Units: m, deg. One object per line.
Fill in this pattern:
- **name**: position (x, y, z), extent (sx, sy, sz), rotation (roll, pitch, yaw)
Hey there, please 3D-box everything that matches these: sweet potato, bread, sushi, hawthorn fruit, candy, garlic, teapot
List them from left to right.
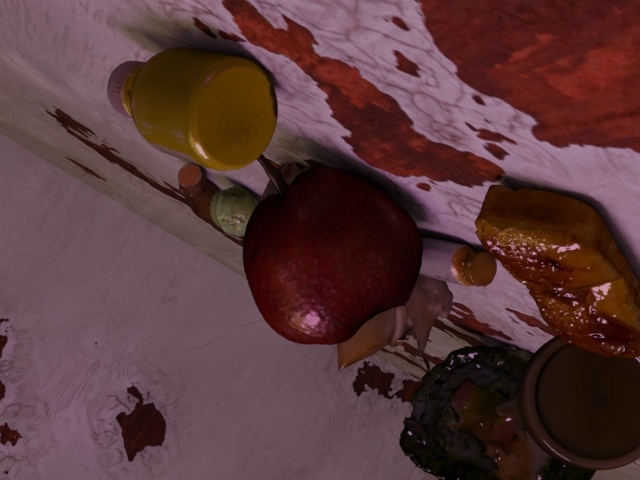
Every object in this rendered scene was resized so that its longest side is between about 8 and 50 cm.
- **sweet potato**: position (-0.228, -0.084, 1.739), extent (0.067, 0.059, 0.281), rotation (36, 172, 17)
- **candy**: position (-0.055, -0.031, 1.525), extent (0.336, 0.093, 0.092), rotation (13, -154, 33)
- **hawthorn fruit**: position (0.000, 0.000, 1.099), extent (0.266, 0.230, 0.210), rotation (59, -173, -24)
- **garlic**: position (0.126, 0.111, 1.354), extent (0.151, 0.196, 0.338), rotation (18, 166, -18)
- **sushi**: position (0.343, 0.355, 1.645), extent (0.352, 0.294, 0.178), rotation (24, 172, 38)
- **bread**: position (0.264, 0.039, 0.900), extent (0.139, 0.077, 0.271), rotation (17, 162, 41)
- **teapot**: position (0.376, 0.215, 1.197), extent (0.268, 0.185, 0.175), rotation (-8, 170, 6)

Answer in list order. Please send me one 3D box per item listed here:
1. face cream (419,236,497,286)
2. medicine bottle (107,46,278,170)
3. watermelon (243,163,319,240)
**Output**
- **face cream**: position (0.162, 0.026, 1.194), extent (0.072, 0.051, 0.182), rotation (40, 165, -31)
- **medicine bottle**: position (-0.156, -0.155, 0.977), extent (0.212, 0.121, 0.122), rotation (21, 167, 44)
- **watermelon**: position (-0.031, -0.011, 1.278), extent (0.128, 0.146, 0.231), rotation (25, 167, 25)
